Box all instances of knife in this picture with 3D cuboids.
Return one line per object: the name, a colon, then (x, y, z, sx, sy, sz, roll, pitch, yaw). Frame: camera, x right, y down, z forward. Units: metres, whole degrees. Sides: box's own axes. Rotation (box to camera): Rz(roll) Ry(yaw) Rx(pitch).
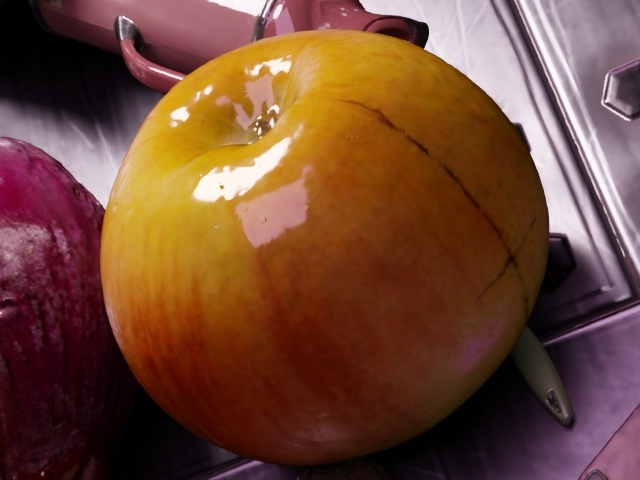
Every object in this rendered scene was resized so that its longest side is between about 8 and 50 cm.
knife: (0.118, 0.044, 0.995, 0.030, 0.014, 0.207, -33, 56, 8)

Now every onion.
onion: (-0.188, 0.082, 0.990, 0.159, 0.267, 0.348, -22, 71, -18)

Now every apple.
apple: (0.000, 0.000, 0.915, 0.286, 0.233, 0.286, -22, 38, 19)

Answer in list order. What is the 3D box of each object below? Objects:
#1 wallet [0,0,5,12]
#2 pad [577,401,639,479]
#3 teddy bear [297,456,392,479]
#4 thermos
wallet: (-0.264, -0.240, 1.193, 0.049, 0.229, 0.182, 21, 71, -14)
pad: (0.259, 0.162, 0.883, 0.188, 0.006, 0.113, 36, 83, 32)
teddy bear: (-0.009, 0.249, 0.880, 0.182, 0.129, 0.251, -28, 58, 10)
thermos: (-0.079, -0.169, 1.110, 0.330, 0.136, 0.109, 21, 109, 29)
